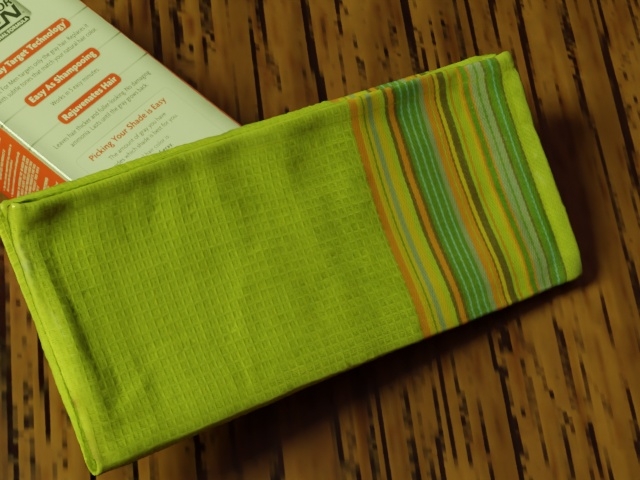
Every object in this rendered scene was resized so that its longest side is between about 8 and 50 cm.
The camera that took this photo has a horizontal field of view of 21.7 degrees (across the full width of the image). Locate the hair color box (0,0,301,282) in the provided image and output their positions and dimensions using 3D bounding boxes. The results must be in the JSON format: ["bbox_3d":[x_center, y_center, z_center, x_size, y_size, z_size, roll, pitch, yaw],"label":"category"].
[{"bbox_3d":[-0.086,-0.038,0.658,0.141,0.043,0.072,39,57,10],"label":"hair color box"}]

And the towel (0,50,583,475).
[{"bbox_3d":[0.000,0.000,0.630,0.237,0.021,0.102,-20,86,-34],"label":"towel"}]
